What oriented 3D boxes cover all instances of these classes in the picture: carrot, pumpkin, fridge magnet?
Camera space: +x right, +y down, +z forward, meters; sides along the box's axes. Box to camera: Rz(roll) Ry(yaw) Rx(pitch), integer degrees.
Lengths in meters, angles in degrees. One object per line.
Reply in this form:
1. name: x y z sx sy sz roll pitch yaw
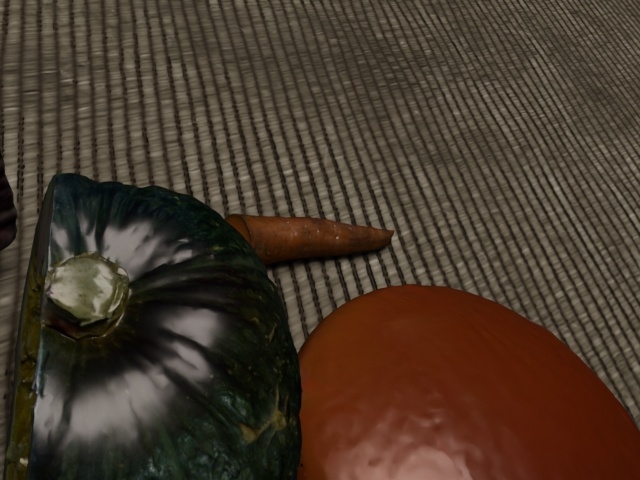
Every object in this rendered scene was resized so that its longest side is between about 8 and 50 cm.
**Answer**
1. carrot: 0.000 0.000 0.898 0.224 0.057 0.057 0 48 -35
2. pumpkin: -0.110 0.100 0.566 0.197 0.263 0.293 5 58 -21
3. fridge magnet: 0.133 0.192 0.689 0.364 0.155 0.363 16 42 -15

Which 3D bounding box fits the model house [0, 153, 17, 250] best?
1. model house: -0.388 -0.035 0.633 0.280 0.230 0.248 -40 115 -44
